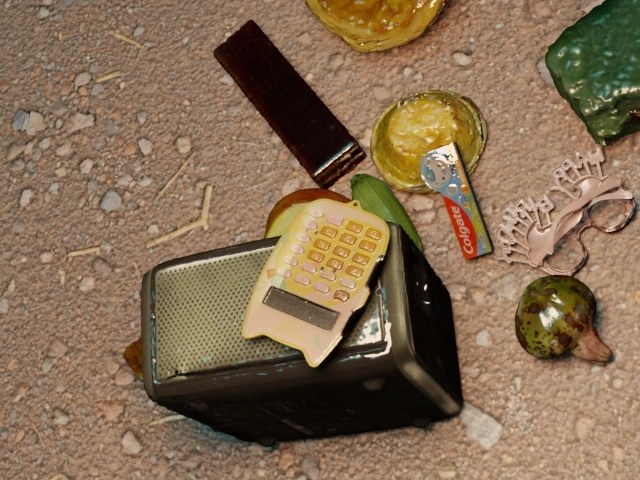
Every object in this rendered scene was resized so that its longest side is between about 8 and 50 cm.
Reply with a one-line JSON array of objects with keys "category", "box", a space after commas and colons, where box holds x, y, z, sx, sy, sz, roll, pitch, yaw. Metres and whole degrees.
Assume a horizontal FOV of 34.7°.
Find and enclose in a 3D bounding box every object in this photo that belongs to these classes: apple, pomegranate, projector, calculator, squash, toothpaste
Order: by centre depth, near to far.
[{"category": "calculator", "box": [0.000, 0.049, 1.374, 0.157, 0.033, 0.236, 21, 75, 26]}, {"category": "projector", "box": [-0.019, 0.163, 1.577, 0.405, 0.395, 0.242, -11, 68, 16]}, {"category": "pomegranate", "box": [0.379, 0.128, 1.587, 0.163, 0.125, 0.138, 32, 73, 27]}, {"category": "toothpaste", "box": [0.225, -0.063, 1.717, 0.070, 0.044, 0.193, -19, 91, 15]}, {"category": "apple", "box": [0.000, 0.000, 1.757, 0.173, 0.160, 0.195, -32, 96, 36]}, {"category": "squash", "box": [0.115, -0.033, 1.778, 0.068, 0.077, 0.219, -14, 57, -29]}]

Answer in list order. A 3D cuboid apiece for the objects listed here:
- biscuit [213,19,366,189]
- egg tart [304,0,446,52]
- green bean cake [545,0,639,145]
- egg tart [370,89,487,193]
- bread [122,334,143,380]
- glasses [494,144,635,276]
[{"category": "biscuit", "box": [-0.066, -0.262, 1.932, 0.107, 0.073, 0.388, -39, 62, 3]}, {"category": "egg tart", "box": [0.114, -0.511, 1.890, 0.341, 0.132, 0.341, 1, 91, 30]}, {"category": "green bean cake", "box": [0.558, -0.265, 1.636, 0.308, 0.169, 0.300, -34, 61, 8]}, {"category": "egg tart", "box": [0.184, -0.182, 1.800, 0.212, 0.090, 0.212, -5, 71, 16]}, {"category": "bread", "box": [-0.259, 0.181, 1.829, 0.172, 0.103, 0.132, -45, 62, 0]}, {"category": "glasses", "box": [0.388, -0.049, 1.667, 0.255, 0.095, 0.162, -42, 54, 0]}]
